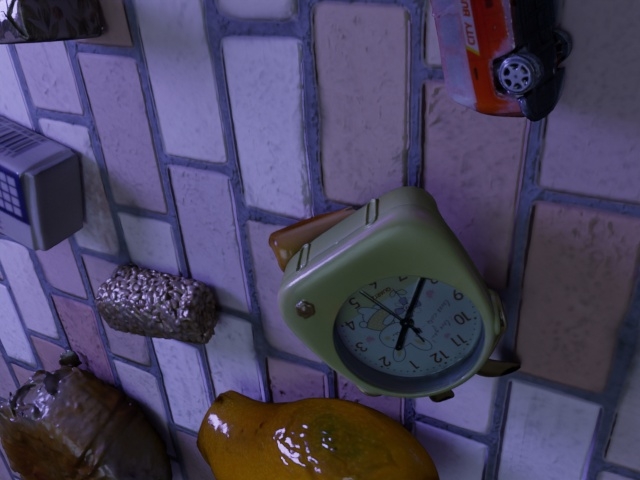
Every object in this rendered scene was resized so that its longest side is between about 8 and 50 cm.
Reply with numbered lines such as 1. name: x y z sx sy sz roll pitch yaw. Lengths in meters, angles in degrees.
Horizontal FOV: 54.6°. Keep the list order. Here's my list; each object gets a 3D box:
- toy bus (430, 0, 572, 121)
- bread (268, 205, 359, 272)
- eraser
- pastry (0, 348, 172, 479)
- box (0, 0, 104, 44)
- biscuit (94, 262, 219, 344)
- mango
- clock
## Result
1. toy bus: 0.117 -0.167 0.417 0.077 0.079 0.174 8 124 38
2. bread: 0.001 -0.001 0.622 0.062 0.103 0.049 -152 42 -76
3. eraser: -0.441 -0.101 0.804 0.279 0.081 0.124 25 130 16
4. pastry: -0.394 0.357 1.040 0.329 0.136 0.330 15 127 21
5. box: -0.270 -0.218 0.607 0.062 0.098 0.045 6 112 31
6. biscuit: -0.208 0.083 0.791 0.168 0.070 0.082 9 132 25
7. mango: -0.013 0.277 0.749 0.359 0.144 0.187 -6 104 41
8. clock: 0.085 0.076 0.574 0.170 0.069 0.232 -33 112 23
